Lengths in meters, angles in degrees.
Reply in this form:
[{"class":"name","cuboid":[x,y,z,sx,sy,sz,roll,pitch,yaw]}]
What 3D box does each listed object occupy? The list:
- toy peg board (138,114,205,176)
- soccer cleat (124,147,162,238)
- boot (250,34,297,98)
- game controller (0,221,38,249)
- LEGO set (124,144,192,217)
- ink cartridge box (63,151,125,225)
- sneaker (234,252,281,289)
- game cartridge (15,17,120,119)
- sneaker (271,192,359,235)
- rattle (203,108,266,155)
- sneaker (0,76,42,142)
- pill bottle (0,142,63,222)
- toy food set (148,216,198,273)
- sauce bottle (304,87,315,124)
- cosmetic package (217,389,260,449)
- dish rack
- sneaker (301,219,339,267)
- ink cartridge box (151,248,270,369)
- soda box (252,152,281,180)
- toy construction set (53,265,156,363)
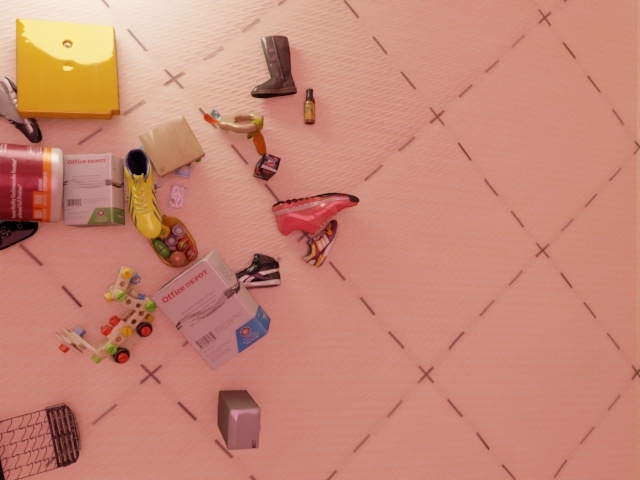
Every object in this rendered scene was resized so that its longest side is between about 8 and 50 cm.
[{"class":"toy peg board","cuboid":[-0.481,-0.300,1.682,0.161,0.079,0.161,-29,79,-7]},{"class":"soccer cleat","cuboid":[-0.557,-0.149,1.586,0.094,0.121,0.288,-10,79,-18]},{"class":"boot","cuboid":[-0.178,-0.614,1.800,0.190,0.076,0.208,-15,98,-31]},{"class":"game controller","cuboid":[-0.999,-0.130,1.538,0.167,0.067,0.319,-30,96,-16]},{"class":"LEGO set","cuboid":[-0.534,-0.185,1.682,0.183,0.060,0.244,11,84,-11]},{"class":"ink cartridge box","cuboid":[-0.703,-0.155,1.588,0.161,0.092,0.219,-2,87,5]},{"class":"sneaker","cuboid":[-0.247,0.105,1.744,0.217,0.079,0.121,-3,73,-12]},{"class":"game cartridge","cuboid":[-0.785,-0.531,1.592,0.286,0.053,0.323,-3,77,-20]},{"class":"sneaker","cuboid":[-0.012,-0.092,1.813,0.314,0.116,0.136,-10,100,-10]},{"class":"rattle","cuboid":[-0.294,-0.376,1.776,0.200,0.142,0.130,-4,55,-1]},{"class":"sneaker","cuboid":[-0.962,-0.377,1.563,0.132,0.086,0.228,-29,85,-11]},{"class":"pill bottle","cuboid":[-0.940,-0.167,1.421,0.393,0.224,0.223,1,86,-29]},{"class":"toy food set","cuboid":[-0.467,0.024,1.663,0.128,0.071,0.217,-36,106,-16]},{"class":"sauce bottle","cuboid":[-0.040,-0.486,1.850,0.042,0.042,0.128,-1,86,-16]},{"class":"cosmetic package","cuboid":[-0.262,0.563,1.618,0.107,0.238,0.127,3,85,-16]},{"class":"dish rack","cuboid":[-0.869,0.605,1.530,0.272,0.074,0.208,-11,91,-18]},{"class":"sneaker","cuboid":[0.000,0.000,1.816,0.084,0.070,0.185,27,79,-18]},{"class":"ink cartridge box","cuboid":[-0.341,0.219,1.631,0.223,0.129,0.307,-35,101,8]},{"class":"soda box","cuboid":[-0.184,-0.247,1.726,0.060,0.169,0.053,18,81,-14]},{"class":"toy construction set","cuboid":[-0.645,0.251,1.573,0.328,0.151,0.215,-43,123,-7]}]
